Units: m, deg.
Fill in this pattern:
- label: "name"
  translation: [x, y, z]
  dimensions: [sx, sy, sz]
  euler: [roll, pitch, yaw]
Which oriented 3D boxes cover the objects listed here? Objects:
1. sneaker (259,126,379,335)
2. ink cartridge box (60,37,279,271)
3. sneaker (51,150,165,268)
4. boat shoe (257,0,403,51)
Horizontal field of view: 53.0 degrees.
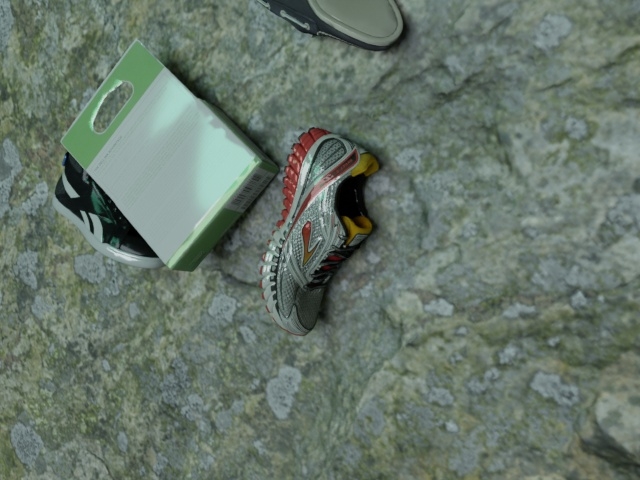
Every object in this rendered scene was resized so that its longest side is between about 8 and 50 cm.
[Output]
- label: "sneaker"
  translation: [0.000, 0.000, 0.680]
  dimensions: [0.092, 0.088, 0.225]
  euler: [20, 109, 26]
- label: "ink cartridge box"
  translation: [-0.187, -0.102, 0.774]
  dimensions: [0.235, 0.056, 0.171]
  euler: [46, 102, 19]
- label: "sneaker"
  translation: [-0.272, -0.059, 0.844]
  dimensions: [0.216, 0.079, 0.121]
  euler: [30, 113, 25]
- label: "boat shoe"
  translation: [-0.002, -0.249, 0.669]
  dimensions: [0.206, 0.075, 0.065]
  euler: [36, 158, 16]
